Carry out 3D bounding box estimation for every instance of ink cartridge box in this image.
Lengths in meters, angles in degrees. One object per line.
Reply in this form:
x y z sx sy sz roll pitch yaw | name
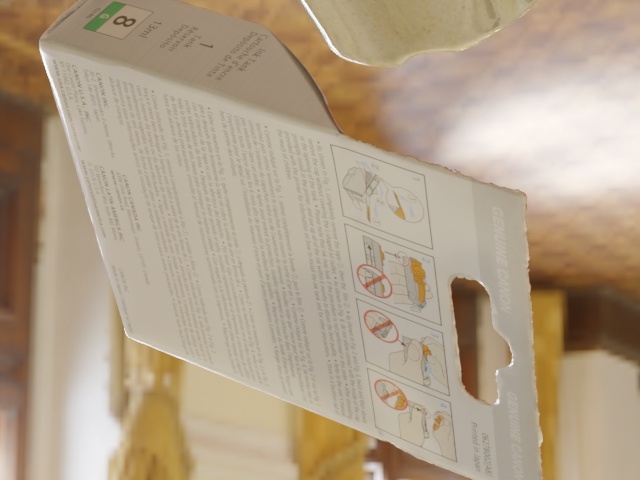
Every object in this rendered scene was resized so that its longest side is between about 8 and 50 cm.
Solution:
0.000 0.000 0.757 0.224 0.056 0.181 18 139 27 | ink cartridge box

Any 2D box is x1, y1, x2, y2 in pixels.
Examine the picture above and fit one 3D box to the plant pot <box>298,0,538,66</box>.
0.050 -0.322 1.470 0.333 0.334 0.305 -8 129 27 | plant pot
